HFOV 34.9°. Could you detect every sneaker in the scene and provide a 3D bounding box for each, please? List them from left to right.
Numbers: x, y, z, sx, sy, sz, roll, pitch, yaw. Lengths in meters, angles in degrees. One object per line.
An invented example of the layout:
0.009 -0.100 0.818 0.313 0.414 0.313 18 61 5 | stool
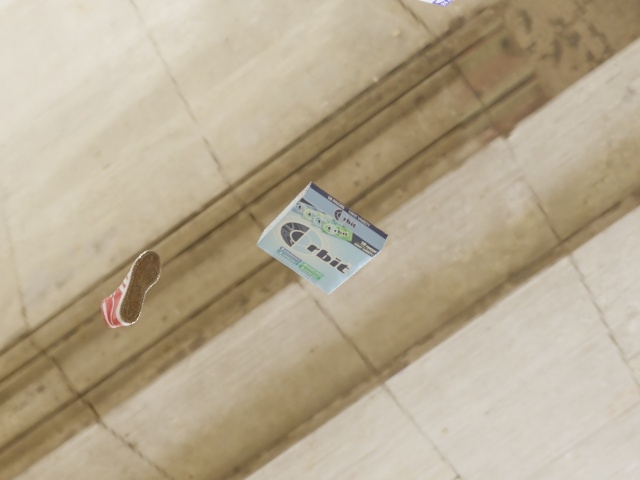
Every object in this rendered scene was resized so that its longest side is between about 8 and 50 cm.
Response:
-0.265 0.069 1.415 0.042 0.067 0.118 37 -126 -25 | sneaker

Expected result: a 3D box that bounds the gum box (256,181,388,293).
0.000 0.000 1.702 0.157 0.184 0.041 35 -128 -10 | gum box

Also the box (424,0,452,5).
0.132 -0.399 1.372 0.137 0.072 0.126 4 -106 -33 | box
